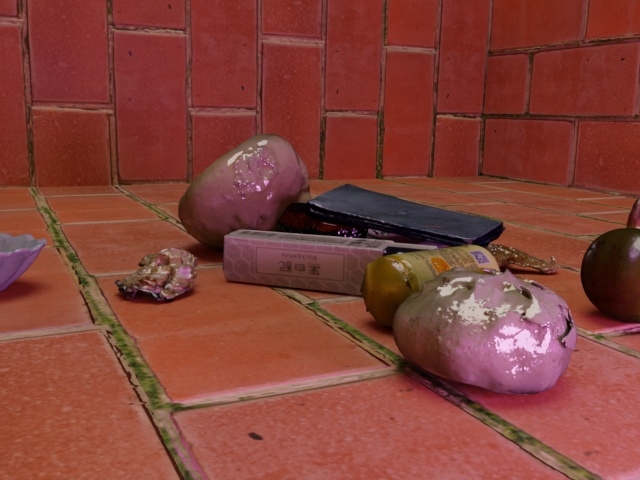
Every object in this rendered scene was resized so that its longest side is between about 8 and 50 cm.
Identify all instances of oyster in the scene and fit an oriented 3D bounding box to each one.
[{"bbox_3d":[-0.307,0.056,1.250,0.163,0.081,0.191,-12,13,-36],"label":"oyster"}]

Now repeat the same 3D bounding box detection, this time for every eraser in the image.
[{"bbox_3d":[0.015,0.044,1.296,0.404,0.096,0.098,6,10,19],"label":"eraser"}]

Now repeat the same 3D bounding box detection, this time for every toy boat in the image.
[{"bbox_3d":[-0.643,0.043,1.210,0.290,0.100,0.199,2,10,-4],"label":"toy boat"}]

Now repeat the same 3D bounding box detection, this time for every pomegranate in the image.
[{"bbox_3d":[0.528,0.032,1.113,0.180,0.209,0.180,13,1,0],"label":"pomegranate"}]

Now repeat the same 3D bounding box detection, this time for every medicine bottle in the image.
[{"bbox_3d":[0.177,0.073,1.099,0.239,0.124,0.124,-8,14,-37],"label":"medicine bottle"}]

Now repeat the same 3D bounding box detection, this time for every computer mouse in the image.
[{"bbox_3d":[0.192,0.008,1.515,0.158,0.072,0.310,-17,14,-11],"label":"computer mouse"}]

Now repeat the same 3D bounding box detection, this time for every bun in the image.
[{"bbox_3d":[-0.174,-0.097,1.611,0.326,0.234,0.362,-31,-3,12],"label":"bun"},{"bbox_3d":[0.211,0.104,0.868,0.239,0.141,0.239,4,9,-1],"label":"bun"}]

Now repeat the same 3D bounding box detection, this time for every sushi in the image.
[{"bbox_3d":[0.000,0.000,1.470,0.136,0.126,0.225,-7,19,-41],"label":"sushi"}]

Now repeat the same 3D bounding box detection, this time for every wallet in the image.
[{"bbox_3d":[0.169,-0.047,1.391,0.379,0.046,0.191,16,21,28],"label":"wallet"}]

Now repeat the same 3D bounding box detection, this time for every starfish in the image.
[{"bbox_3d":[0.351,0.034,1.486,0.299,0.060,0.302,13,16,38],"label":"starfish"}]
